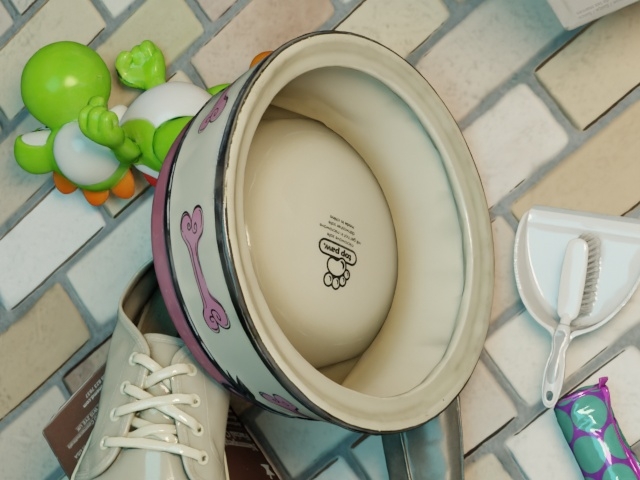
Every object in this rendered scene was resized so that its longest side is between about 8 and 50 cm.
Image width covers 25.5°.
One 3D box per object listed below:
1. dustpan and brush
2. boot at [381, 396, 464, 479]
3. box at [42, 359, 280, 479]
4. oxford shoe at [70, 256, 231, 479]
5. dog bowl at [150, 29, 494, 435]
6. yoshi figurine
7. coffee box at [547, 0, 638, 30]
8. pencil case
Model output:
[{"bbox_3d":[0.264,0.072,1.492,0.147,0.060,0.211,9,90,24],"label":"dustpan and brush"},{"bbox_3d":[0.087,0.274,1.559,0.189,0.076,0.208,-17,83,21],"label":"boot"},{"bbox_3d":[-0.126,0.314,1.548,0.143,0.191,0.381,-45,60,15],"label":"box"},{"bbox_3d":[-0.163,0.185,1.430,0.169,0.130,0.449,6,57,6],"label":"oxford shoe"},{"bbox_3d":[0.000,0.000,1.452,0.150,0.408,0.408,-12,82,42],"label":"dog bowl"},{"bbox_3d":[-0.220,-0.163,1.665,0.362,0.203,0.203,-4,70,26],"label":"yoshi figurine"},{"bbox_3d":[0.289,-0.474,1.300,0.337,0.338,0.334,-22,50,21],"label":"coffee box"},{"bbox_3d":[0.300,0.224,1.469,0.070,0.064,0.152,-35,74,37],"label":"pencil case"}]
